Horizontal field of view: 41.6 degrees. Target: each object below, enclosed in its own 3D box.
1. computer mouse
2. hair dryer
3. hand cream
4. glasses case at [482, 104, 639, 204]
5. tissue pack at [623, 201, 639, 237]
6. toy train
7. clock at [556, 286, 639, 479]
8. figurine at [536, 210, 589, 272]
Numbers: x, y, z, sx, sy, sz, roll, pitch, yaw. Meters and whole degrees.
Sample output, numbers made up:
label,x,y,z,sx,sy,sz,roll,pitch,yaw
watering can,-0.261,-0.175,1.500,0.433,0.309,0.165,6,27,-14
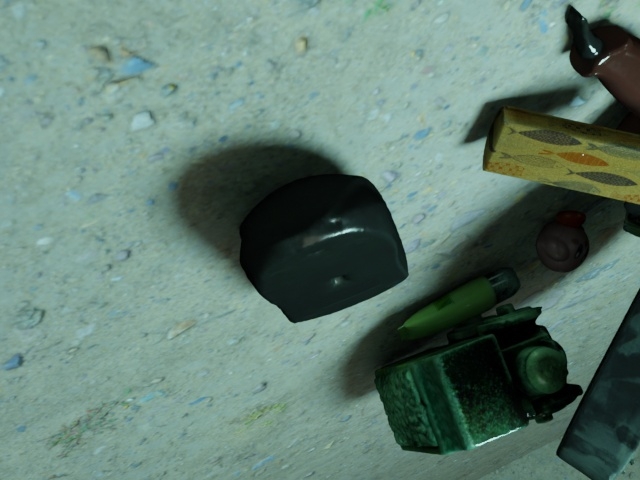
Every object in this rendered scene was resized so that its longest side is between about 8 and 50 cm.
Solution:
label,x,y,z,sx,sy,sz,roll,pitch,yaw
computer mouse,0.000,0.000,0.751,0.137,0.086,0.270,-22,162,4
hair dryer,0.354,-0.176,0.799,0.340,0.123,0.312,20,122,-44
hand cream,0.184,0.088,1.132,0.175,0.046,0.095,-24,163,1
glasses case,0.245,-0.083,0.799,0.169,0.041,0.065,12,136,-2
tissue pack,0.419,-0.063,1.070,0.085,0.079,0.111,-61,160,-15
toy train,0.206,0.192,1.165,0.238,0.167,0.299,-18,171,-16
clock,0.401,0.114,1.019,0.386,0.076,0.386,-50,156,-31
figurine,0.314,0.007,1.091,0.067,0.071,0.083,4,162,34
